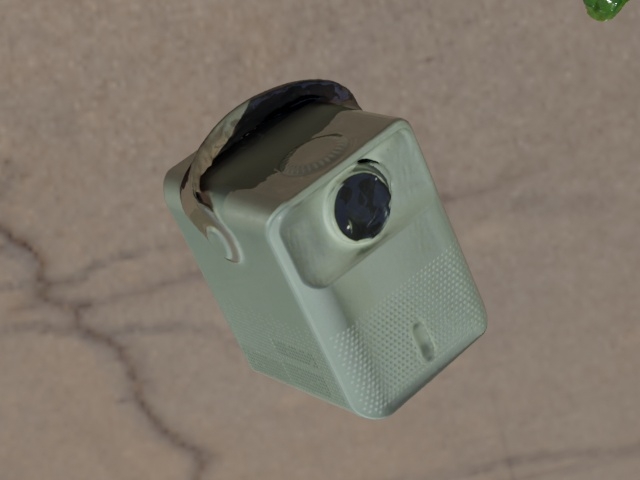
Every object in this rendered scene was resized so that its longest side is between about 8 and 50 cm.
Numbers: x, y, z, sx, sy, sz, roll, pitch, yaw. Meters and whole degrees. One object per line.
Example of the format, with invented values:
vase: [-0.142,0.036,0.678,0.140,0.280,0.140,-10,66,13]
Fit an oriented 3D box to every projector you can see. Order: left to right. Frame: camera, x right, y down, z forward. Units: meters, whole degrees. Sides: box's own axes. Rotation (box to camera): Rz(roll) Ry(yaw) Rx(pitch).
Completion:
projector: [0.000,0.000,1.331,0.163,0.242,0.177,-37,-153,-25]

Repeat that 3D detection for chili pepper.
chili pepper: [0.389,-0.355,2.058,0.204,0.072,0.073,-48,173,-21]
